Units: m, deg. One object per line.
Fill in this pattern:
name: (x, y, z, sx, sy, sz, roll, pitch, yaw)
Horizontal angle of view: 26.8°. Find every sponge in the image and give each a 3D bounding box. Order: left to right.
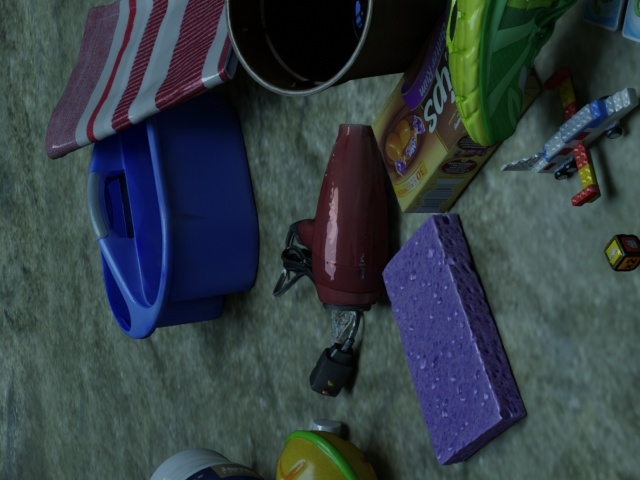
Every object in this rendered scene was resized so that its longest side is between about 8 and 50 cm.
sponge: (0.118, 0.092, 1.249, 0.117, 0.031, 0.210, -53, 46, 50)

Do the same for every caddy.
caddy: (-0.212, -0.043, 1.723, 0.241, 0.179, 0.341, -44, 53, 56)

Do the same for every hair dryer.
hair dryer: (0.000, 0.000, 1.422, 0.223, 0.080, 0.293, 64, 143, 41)

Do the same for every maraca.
maraca: (0.017, 0.277, 1.385, 0.127, 0.099, 0.186, -5, 111, 59)

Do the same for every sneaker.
sneaker: (0.164, -0.198, 1.021, 0.109, 0.123, 0.295, -90, 7, -57)

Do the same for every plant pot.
plant pot: (0.028, -0.215, 1.235, 0.167, 0.165, 0.167, 4, 97, 38)

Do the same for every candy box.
candy box: (0.118, -0.120, 1.221, 0.187, 0.053, 0.109, -57, 42, 49)

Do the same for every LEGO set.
LEGO set: (0.222, -0.106, 1.020, 0.182, 0.060, 0.244, -138, 52, -59)

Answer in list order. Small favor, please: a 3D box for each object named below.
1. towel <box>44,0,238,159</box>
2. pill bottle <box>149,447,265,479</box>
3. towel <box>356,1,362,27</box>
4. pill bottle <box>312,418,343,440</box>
towel: (-0.205, -0.241, 1.651, 0.329, 0.037, 0.237, -18, 49, 40)
pill bottle: (-0.101, 0.346, 1.544, 0.264, 0.153, 0.153, 29, 116, 59)
towel: (-0.054, -0.348, 1.407, 0.336, 0.040, 0.243, 51, 142, 8)
pill bottle: (0.004, 0.238, 1.458, 0.043, 0.043, 0.083, 23, 110, 60)
